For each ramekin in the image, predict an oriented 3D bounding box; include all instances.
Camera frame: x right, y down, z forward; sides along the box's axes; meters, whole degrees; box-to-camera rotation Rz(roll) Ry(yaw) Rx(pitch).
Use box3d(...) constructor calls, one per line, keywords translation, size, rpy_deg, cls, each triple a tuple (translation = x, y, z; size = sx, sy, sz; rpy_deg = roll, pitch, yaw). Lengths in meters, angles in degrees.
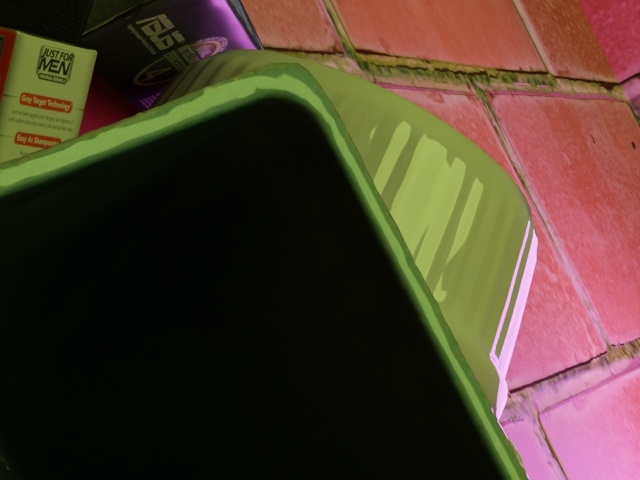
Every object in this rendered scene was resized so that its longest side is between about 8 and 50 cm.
box3d(translation=(0.000, 0.000, 1.136), size=(0.273, 0.273, 0.127), rpy_deg=(41, 69, -41), cls="ramekin")

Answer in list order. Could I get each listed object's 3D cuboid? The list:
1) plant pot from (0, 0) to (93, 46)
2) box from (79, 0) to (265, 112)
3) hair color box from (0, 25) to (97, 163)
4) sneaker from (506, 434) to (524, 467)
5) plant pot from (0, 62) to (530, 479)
box3d(translation=(-0.206, -0.157, 0.945), size=(0.188, 0.167, 0.187), rpy_deg=(43, 15, 20), cls="plant pot")
box3d(translation=(-0.144, -0.233, 1.216), size=(0.395, 0.097, 0.318), rpy_deg=(49, 17, -81), cls="box")
box3d(translation=(-0.152, -0.027, 0.908), size=(0.072, 0.043, 0.141), rpy_deg=(7, 99, -66), cls="hair color box")
box3d(translation=(-0.059, 0.099, 1.074), size=(0.315, 0.182, 0.127), rpy_deg=(32, 71, -26), cls="sneaker")
box3d(translation=(-0.102, 0.117, 0.769), size=(0.248, 0.252, 0.247), rpy_deg=(-25, 85, -41), cls="plant pot")
